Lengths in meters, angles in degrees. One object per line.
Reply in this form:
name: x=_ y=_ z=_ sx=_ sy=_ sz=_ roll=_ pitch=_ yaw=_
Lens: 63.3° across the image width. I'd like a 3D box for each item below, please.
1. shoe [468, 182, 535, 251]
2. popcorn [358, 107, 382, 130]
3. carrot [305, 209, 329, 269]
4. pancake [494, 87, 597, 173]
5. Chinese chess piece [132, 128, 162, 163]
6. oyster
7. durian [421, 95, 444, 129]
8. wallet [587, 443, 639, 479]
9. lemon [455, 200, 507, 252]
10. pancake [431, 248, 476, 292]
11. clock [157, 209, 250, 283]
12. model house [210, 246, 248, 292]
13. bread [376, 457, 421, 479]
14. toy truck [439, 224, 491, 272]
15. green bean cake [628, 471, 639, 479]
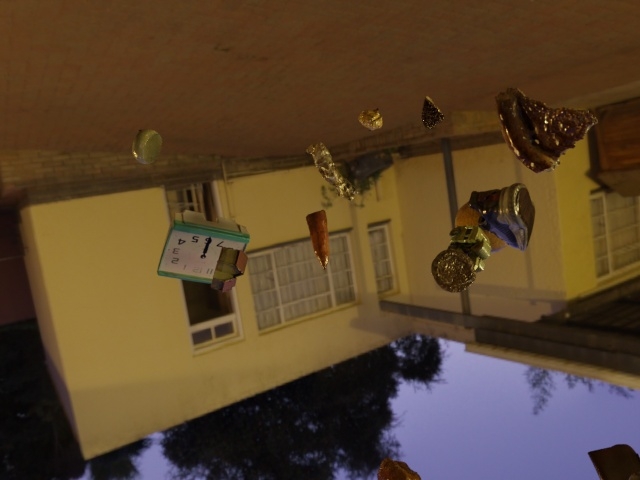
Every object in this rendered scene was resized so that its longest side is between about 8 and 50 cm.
shoe: x=0.387 y=-0.051 z=1.101 sx=0.112 sy=0.099 sz=0.227 roll=9 pitch=163 yaw=29
popcorn: x=0.175 y=-0.412 z=1.739 sx=0.084 sy=0.084 sz=0.084 roll=-9 pitch=-173 yaw=1
carrot: x=0.000 y=0.000 z=1.734 sx=0.072 sy=0.204 sz=0.072 roll=-9 pitch=159 yaw=-3
pancake: x=0.619 y=-0.317 z=1.429 sx=0.245 sy=0.265 sz=0.057 roll=-13 pitch=-165 yaw=46
Chinese chess piece: x=-0.416 y=-0.226 z=1.247 sx=0.034 sy=0.084 sz=0.084 roll=20 pitch=-167 yaw=11
oyster: x=0.044 y=-0.198 z=1.534 sx=0.061 sy=0.200 sz=0.106 roll=-39 pitch=-153 yaw=30
durian: x=0.268 y=-0.310 z=1.279 sx=0.052 sy=0.066 sz=0.130 roll=-31 pitch=162 yaw=14
wallet: x=0.853 y=0.692 z=1.419 sx=0.137 sy=0.255 sz=0.031 roll=-15 pitch=145 yaw=3
lemon: x=0.528 y=-0.051 z=1.666 sx=0.189 sy=0.188 sz=0.256 roll=-9 pitch=176 yaw=-5
pancake: x=0.325 y=0.073 z=1.265 sx=0.115 sy=0.114 sz=0.011 roll=-10 pitch=172 yaw=-11
clock: x=-0.401 y=0.026 z=1.774 sx=0.263 sy=0.231 sz=0.116 roll=12 pitch=-148 yaw=-25
model house: x=-0.180 y=0.059 z=1.033 sx=0.058 sy=0.057 sz=0.083 roll=16 pitch=-149 yaw=-10
bread: x=0.208 y=0.893 z=1.632 sx=0.109 sy=0.380 sz=0.185 roll=17 pitch=172 yaw=-19
toy truck: x=0.398 y=0.045 z=1.418 sx=0.116 sy=0.085 sz=0.191 roll=-8 pitch=-137 yaw=52
green bean cake: x=0.719 y=0.531 z=0.971 sx=0.233 sy=0.198 sz=0.097 roll=-14 pitch=-150 yaw=41
